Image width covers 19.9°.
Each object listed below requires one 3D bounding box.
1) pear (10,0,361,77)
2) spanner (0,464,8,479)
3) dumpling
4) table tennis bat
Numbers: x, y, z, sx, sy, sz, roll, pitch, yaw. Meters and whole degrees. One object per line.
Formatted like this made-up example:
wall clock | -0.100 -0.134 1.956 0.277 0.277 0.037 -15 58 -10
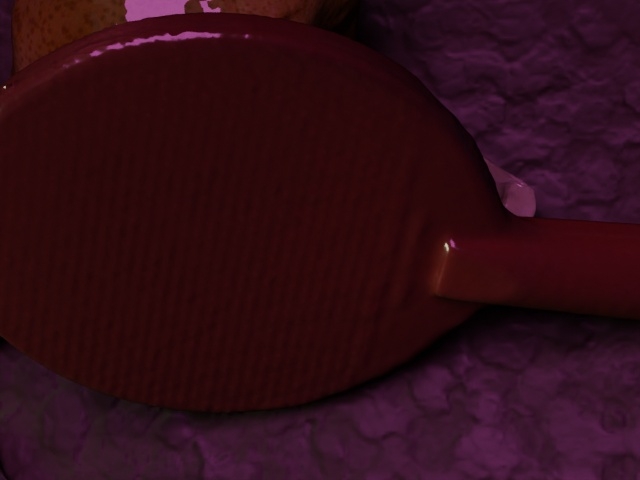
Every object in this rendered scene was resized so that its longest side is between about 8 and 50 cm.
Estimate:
pear | -0.086 -0.118 1.074 0.211 0.188 0.228 10 77 12
spanner | -0.136 0.193 1.073 0.254 0.015 0.054 32 82 20
dumpling | 0.085 -0.022 1.087 0.076 0.057 0.052 4 32 -10
table tennis bat | 0.000 0.000 1.004 0.414 0.268 0.051 5 39 -8
